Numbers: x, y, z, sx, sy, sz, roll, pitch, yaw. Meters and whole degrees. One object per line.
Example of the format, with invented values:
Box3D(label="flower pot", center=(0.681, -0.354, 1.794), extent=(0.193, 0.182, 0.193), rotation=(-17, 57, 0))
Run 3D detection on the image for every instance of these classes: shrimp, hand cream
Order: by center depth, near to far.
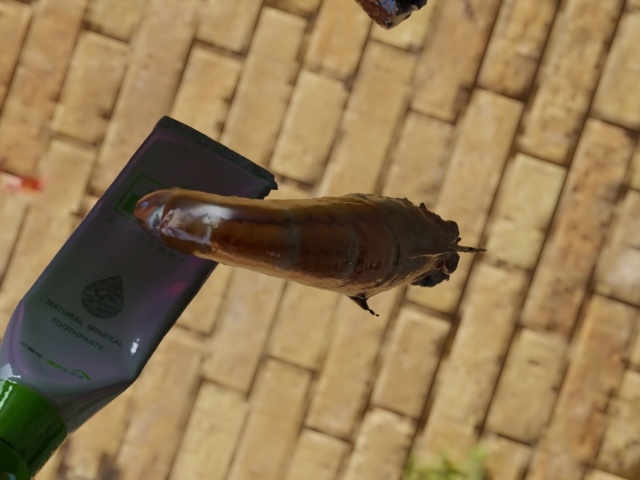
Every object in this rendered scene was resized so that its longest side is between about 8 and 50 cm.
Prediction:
Box3D(label="shrimp", center=(0.000, 0.000, 1.118), extent=(0.248, 0.150, 0.068), rotation=(9, -84, -47))
Box3D(label="hand cream", center=(-0.118, 0.030, 1.154), extent=(0.050, 0.079, 0.275), rotation=(-27, 23, 47))

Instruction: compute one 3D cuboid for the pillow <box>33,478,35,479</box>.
Box3D(label="pillow", center=(-0.266, 0.220, 1.112), extent=(0.335, 0.161, 0.092), rotation=(-62, 12, -21))

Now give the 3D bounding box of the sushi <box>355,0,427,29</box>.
Box3D(label="sushi", center=(0.075, -0.222, 1.404), extent=(0.150, 0.078, 0.090), rotation=(-46, 8, -6))
